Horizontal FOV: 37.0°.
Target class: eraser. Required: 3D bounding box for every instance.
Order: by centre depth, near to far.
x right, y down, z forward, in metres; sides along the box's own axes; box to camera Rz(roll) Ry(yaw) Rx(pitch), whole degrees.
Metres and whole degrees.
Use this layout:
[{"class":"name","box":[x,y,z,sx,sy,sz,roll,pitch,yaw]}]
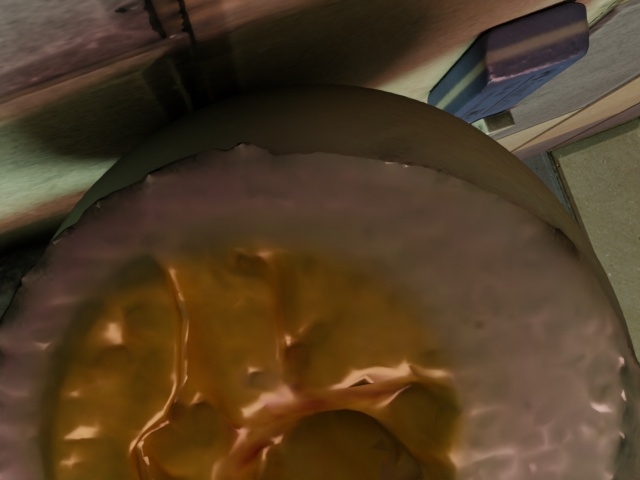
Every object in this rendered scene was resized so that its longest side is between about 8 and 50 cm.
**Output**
[{"class":"eraser","box":[0.143,-0.133,0.770,0.082,0.036,0.225,-19,178,-6]}]

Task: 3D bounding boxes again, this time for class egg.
[{"class":"egg","box":[-0.004,0.068,0.622,0.355,0.354,0.340,-21,-164,5]}]

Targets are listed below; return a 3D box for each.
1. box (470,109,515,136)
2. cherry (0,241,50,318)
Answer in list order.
[{"class":"box","box":[0.214,-0.148,1.290,0.054,0.024,0.083,-17,177,-33]},{"class":"cherry","box":[-0.223,0.110,0.860,0.255,0.218,0.296,5,164,-18]}]
